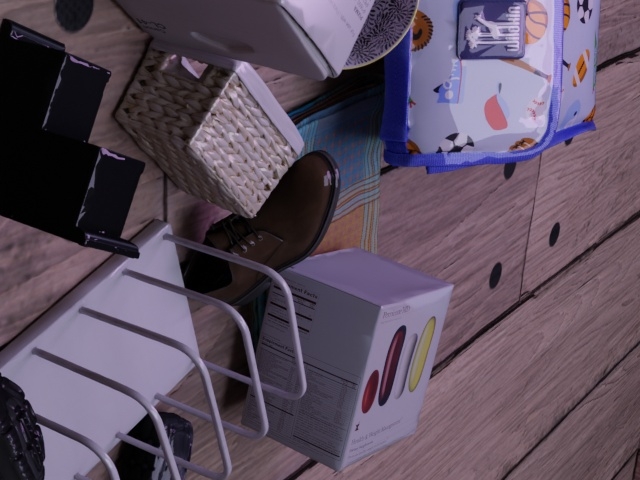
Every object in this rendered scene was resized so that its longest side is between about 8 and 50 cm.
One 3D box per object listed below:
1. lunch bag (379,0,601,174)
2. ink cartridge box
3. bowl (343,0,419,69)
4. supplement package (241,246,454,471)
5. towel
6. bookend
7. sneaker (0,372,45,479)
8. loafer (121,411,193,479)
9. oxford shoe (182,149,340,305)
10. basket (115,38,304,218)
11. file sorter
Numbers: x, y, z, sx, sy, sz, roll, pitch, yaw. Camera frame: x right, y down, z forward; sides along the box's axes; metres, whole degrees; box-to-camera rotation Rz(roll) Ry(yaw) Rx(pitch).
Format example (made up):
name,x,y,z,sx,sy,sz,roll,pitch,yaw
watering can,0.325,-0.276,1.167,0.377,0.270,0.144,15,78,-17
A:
name,x,y,z,sx,sy,sz,roll,pitch,yaw
lunch bag,0.200,-0.269,1.479,0.385,0.238,0.328,-18,113,-53
ink cartridge box,-0.035,-0.321,1.072,0.306,0.226,0.131,-65,149,-14
bowl,0.016,-0.275,1.302,0.080,0.170,0.170,-122,-142,-69
supplement package,0.035,0.134,1.443,0.194,0.149,0.203,-12,118,-58
towel,0.000,0.000,1.494,0.271,0.040,0.370,-34,133,-47
bookend,-0.205,-0.084,0.986,0.072,0.156,0.157,18,89,-60
sneaker,-0.317,0.100,0.943,0.109,0.130,0.286,-104,177,-74
loafer,-0.187,0.295,1.299,0.078,0.076,0.223,21,84,-53
oxford shoe,-0.064,-0.006,1.260,0.096,0.083,0.227,0,137,-53
basket,-0.109,-0.110,1.181,0.103,0.113,0.167,-59,148,-14
file sorter,-0.165,0.150,1.163,0.277,0.173,0.193,-45,140,-39
